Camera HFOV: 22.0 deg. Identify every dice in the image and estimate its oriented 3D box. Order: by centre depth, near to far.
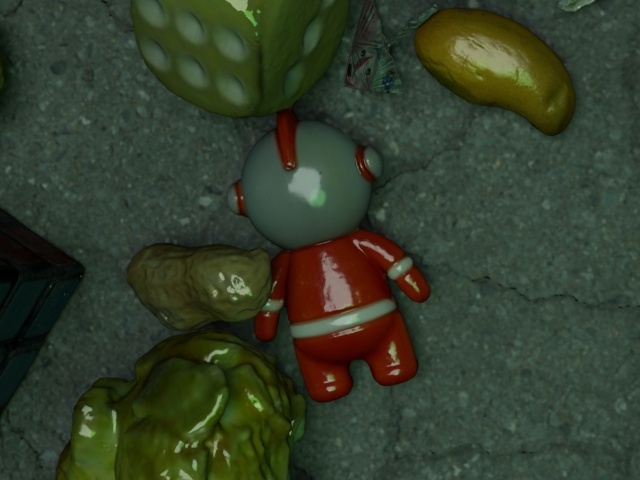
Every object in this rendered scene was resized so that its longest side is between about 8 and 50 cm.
[{"bbox_3d":[-0.080,-0.241,1.686,0.169,0.169,0.166,25,141,24],"label":"dice"}]

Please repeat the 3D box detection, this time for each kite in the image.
[{"bbox_3d":[0.069,-0.212,1.737,0.152,0.005,0.137,-42,53,34],"label":"kite"}]

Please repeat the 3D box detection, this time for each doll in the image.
[{"bbox_3d":[0.000,0.000,1.746,0.200,0.105,0.336,-16,95,16],"label":"doll"}]

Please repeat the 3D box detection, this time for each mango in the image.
[{"bbox_3d":[0.183,-0.183,1.709,0.190,0.075,0.098,30,112,8],"label":"mango"}]

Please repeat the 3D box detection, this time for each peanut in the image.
[{"bbox_3d":[-0.127,0.046,1.743,0.214,0.099,0.099,-7,90,43],"label":"peanut"}]

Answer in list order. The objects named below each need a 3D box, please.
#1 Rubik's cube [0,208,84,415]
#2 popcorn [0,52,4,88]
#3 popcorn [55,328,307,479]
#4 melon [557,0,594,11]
[{"bbox_3d":[-0.486,0.079,1.751,0.304,0.305,0.301,32,99,12],"label":"Rubik's cube"},{"bbox_3d":[-0.458,-0.203,1.789,0.200,0.203,0.226,-6,99,19],"label":"popcorn"},{"bbox_3d":[-0.141,0.216,1.722,0.276,0.276,0.225,-25,124,12],"label":"popcorn"},{"bbox_3d":[0.314,-0.322,1.672,0.139,0.093,0.202,16,99,4],"label":"melon"}]
